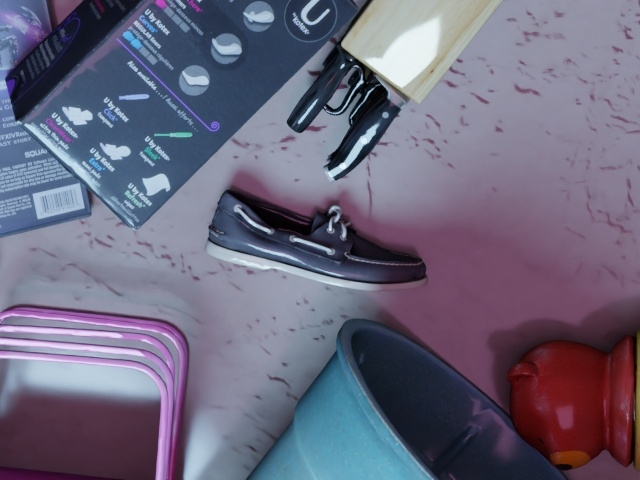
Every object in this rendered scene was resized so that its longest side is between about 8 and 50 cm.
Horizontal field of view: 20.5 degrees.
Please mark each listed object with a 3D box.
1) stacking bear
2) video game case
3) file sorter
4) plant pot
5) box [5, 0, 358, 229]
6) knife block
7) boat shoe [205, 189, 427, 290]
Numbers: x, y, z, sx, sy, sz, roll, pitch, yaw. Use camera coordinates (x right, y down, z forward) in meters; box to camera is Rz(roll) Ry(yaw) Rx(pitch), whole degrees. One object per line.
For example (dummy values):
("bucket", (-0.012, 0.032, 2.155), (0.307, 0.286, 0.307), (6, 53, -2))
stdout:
("stacking bear", (0.313, 0.150, 1.599), (0.289, 0.175, 0.164), (2, 70, 8))
("video game case", (-0.321, -0.134, 1.563), (0.196, 0.026, 0.274), (-15, 98, -27))
("file sorter", (-0.218, 0.164, 1.519), (0.202, 0.291, 0.182), (6, 95, -2))
("plant pot", (0.036, 0.302, 1.542), (0.341, 0.341, 0.334), (42, 104, -6))
("box", (-0.123, -0.167, 1.518), (0.270, 0.165, 0.143), (-44, 113, 4))
("knife block", (0.079, -0.179, 1.506), (0.088, 0.275, 0.242), (36, 66, -6))
("boat shoe", (0.000, 0.000, 1.607), (0.206, 0.075, 0.065), (11, 101, 2))
